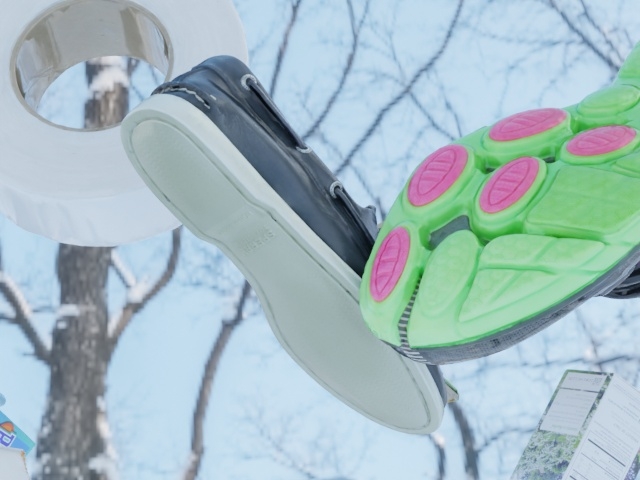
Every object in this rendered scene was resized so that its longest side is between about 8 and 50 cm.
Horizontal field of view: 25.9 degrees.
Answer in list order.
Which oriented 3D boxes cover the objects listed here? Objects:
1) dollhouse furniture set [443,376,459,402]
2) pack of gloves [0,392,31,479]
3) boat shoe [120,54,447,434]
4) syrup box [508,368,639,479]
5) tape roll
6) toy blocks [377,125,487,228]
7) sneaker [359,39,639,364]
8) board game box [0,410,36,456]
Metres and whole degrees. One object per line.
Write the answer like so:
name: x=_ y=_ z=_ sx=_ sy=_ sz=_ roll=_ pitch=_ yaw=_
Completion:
dollhouse furniture set: x=0.114 y=0.156 z=1.821 sx=0.152 sy=0.058 sz=0.076 roll=41 pitch=-43 yaw=-23
pack of gloves: x=-0.339 y=0.124 z=1.079 sx=0.232 sy=0.046 sz=0.195 roll=8 pitch=-37 yaw=7
boat shoe: x=-0.003 y=0.001 z=1.055 sx=0.340 sy=0.113 sz=0.127 roll=46 pitch=-38 yaw=-13
syrup box: x=0.291 y=0.272 z=1.603 sx=0.096 sy=0.237 sz=0.093 roll=36 pitch=-17 yaw=-21
tape roll: x=-0.203 y=-0.141 z=1.288 sx=0.286 sy=0.286 sz=0.100 roll=-7 pitch=-27 yaw=-2
toy blocks: x=0.197 y=0.018 z=1.662 sx=0.381 sy=0.190 sz=0.261 roll=-27 pitch=-22 yaw=-12
sneaker: x=0.232 y=-0.017 z=1.066 sx=0.483 sy=0.185 sz=0.202 roll=-29 pitch=-53 yaw=-33
board game box: x=-0.473 y=0.252 z=1.723 sx=0.047 sy=0.160 sz=0.210 roll=18 pitch=-27 yaw=43
